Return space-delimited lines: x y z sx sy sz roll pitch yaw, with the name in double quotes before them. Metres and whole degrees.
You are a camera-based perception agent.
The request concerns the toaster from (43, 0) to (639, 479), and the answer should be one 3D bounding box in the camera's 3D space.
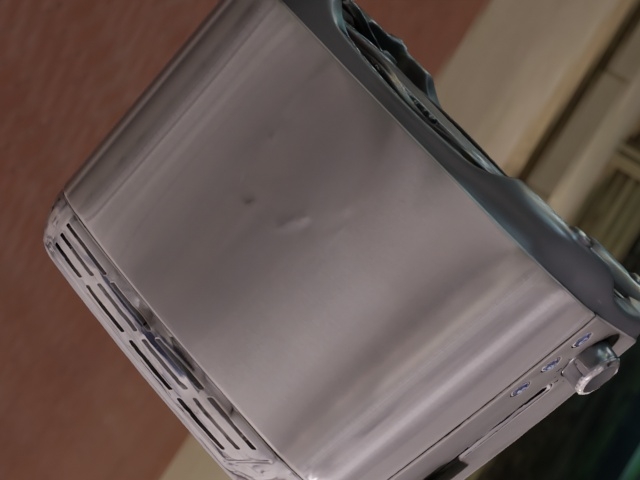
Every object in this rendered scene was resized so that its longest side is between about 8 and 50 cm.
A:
"toaster" 0.000 0.000 0.691 0.146 0.227 0.129 -45 158 7
